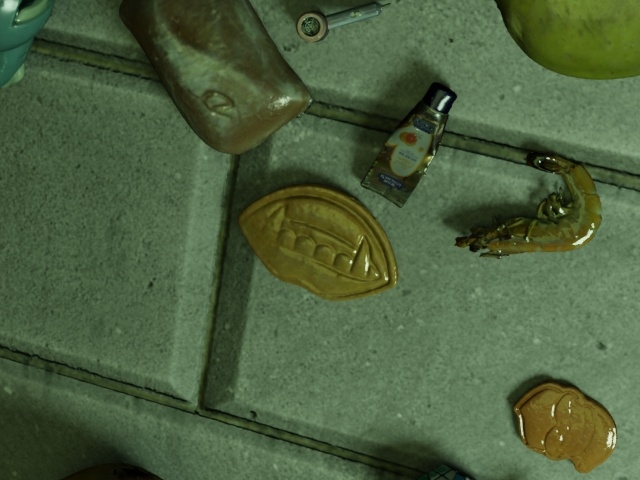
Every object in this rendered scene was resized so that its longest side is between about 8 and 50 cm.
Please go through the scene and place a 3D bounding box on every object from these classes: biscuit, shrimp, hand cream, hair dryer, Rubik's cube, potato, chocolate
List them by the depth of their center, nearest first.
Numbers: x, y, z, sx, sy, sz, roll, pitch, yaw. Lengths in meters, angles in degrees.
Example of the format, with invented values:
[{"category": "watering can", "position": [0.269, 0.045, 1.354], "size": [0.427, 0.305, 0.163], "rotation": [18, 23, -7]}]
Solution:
[{"category": "potato", "position": [0.304, -0.269, 1.338], "size": [0.228, 0.148, 0.197], "rotation": [-19, 111, 23]}, {"category": "shrimp", "position": [0.241, -0.042, 1.484], "size": [0.178, 0.034, 0.124], "rotation": [-4, 100, 18]}, {"category": "hair dryer", "position": [0.028, -0.264, 1.484], "size": [0.114, 0.063, 0.037], "rotation": [-15, 98, 6]}, {"category": "hand cream", "position": [0.110, -0.115, 1.506], "size": [0.062, 0.039, 0.163], "rotation": [26, 114, -7]}, {"category": "chocolate", "position": [-0.143, -0.227, 1.532], "size": [0.161, 0.083, 0.261], "rotation": [-36, 91, 21]}, {"category": "biscuit", "position": [0.301, 0.229, 1.545], "size": [0.130, 0.019, 0.102], "rotation": [29, 110, 9]}, {"category": "biscuit", "position": [0.000, 0.000, 1.577], "size": [0.221, 0.029, 0.142], "rotation": [26, 111, 10]}, {"category": "Rubik's cube", "position": [0.161, 0.337, 1.581], "size": [0.111, 0.093, 0.111], "rotation": [4, 106, 15]}]

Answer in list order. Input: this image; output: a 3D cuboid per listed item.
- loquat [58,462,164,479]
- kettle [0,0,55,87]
[{"category": "loquat", "position": [-0.288, 0.431, 1.670], "size": [0.263, 0.263, 0.263], "rotation": [5, 106, 17]}, {"category": "kettle", "position": [-0.494, -0.333, 1.562], "size": [0.342, 0.247, 0.319], "rotation": [28, 143, 1]}]
